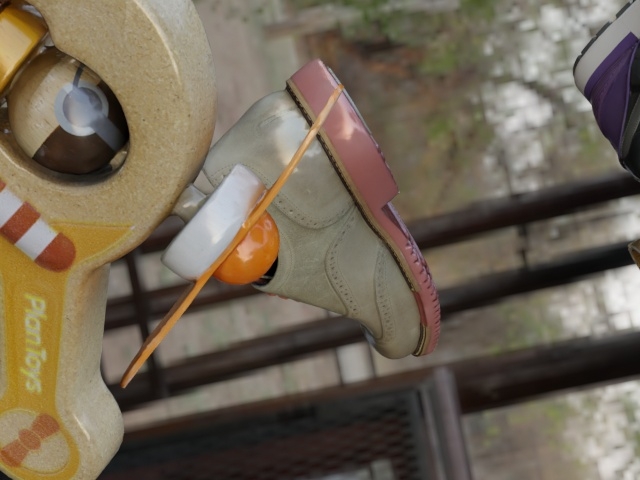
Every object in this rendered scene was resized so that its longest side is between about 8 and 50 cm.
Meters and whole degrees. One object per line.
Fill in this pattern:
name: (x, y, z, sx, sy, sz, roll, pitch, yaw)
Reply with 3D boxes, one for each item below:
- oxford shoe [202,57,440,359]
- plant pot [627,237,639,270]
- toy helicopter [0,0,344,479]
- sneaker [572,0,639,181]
oxford shoe: (0.000, 0.000, 1.404, 0.123, 0.130, 0.348, 58, -3, 39)
plant pot: (0.403, 0.018, 1.379, 0.237, 0.254, 0.237, 51, 3, -4)
toy helicopter: (-0.120, -0.001, 0.928, 0.140, 0.235, 0.355, -61, 164, -49)
sneaker: (0.291, -0.149, 1.303, 0.283, 0.107, 0.124, 119, -40, -49)
